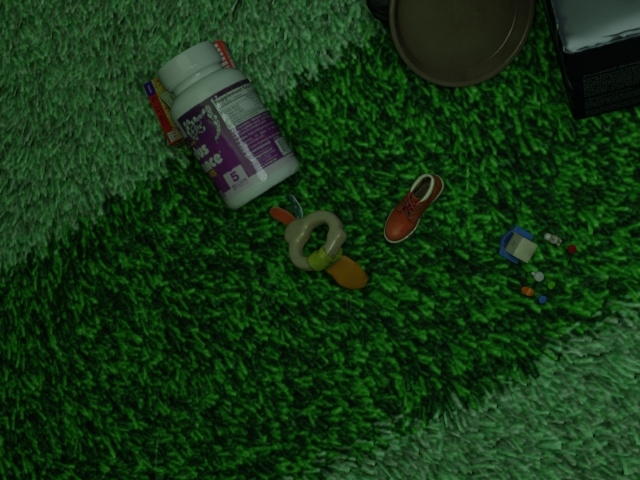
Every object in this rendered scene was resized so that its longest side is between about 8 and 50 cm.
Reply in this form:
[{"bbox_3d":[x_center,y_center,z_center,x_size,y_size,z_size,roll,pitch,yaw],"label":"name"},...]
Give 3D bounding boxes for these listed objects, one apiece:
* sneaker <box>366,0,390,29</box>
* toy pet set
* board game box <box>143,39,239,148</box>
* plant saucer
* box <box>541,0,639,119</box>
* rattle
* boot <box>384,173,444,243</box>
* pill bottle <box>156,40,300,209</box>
[{"bbox_3d":[0.193,-0.470,1.746,0.227,0.130,0.087,-12,81,-13],"label":"sneaker"},{"bbox_3d":[0.385,0.033,1.670,0.114,0.065,0.122,27,98,-19],"label":"toy pet set"},{"bbox_3d":[-0.250,-0.301,1.872,0.193,0.045,0.147,-28,79,12],"label":"board game box"},{"bbox_3d":[0.257,-0.422,1.673,0.278,0.041,0.278,-4,112,-9],"label":"plant saucer"},{"bbox_3d":[0.485,-0.496,1.457,0.297,0.472,0.480,-14,81,14],"label":"box"},{"bbox_3d":[0.000,0.000,1.789,0.199,0.142,0.130,31,103,52],"label":"rattle"},{"bbox_3d":[0.169,-0.063,1.715,0.059,0.084,0.158,38,98,14],"label":"boot"},{"bbox_3d":[-0.183,-0.223,1.747,0.169,0.169,0.301,-31,94,11],"label":"pill bottle"}]
